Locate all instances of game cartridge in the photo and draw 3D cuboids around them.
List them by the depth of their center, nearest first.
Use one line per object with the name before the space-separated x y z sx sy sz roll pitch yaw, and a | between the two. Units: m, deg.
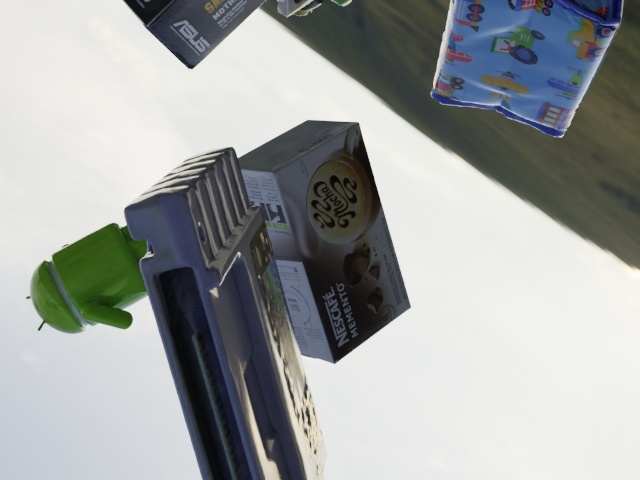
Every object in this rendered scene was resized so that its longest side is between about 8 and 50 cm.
game cartridge | -0.056 0.112 0.846 0.230 0.068 0.355 -60 -43 -73

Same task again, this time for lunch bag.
lunch bag | 0.212 -0.278 0.951 0.138 0.293 0.221 18 163 6

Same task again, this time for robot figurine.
robot figurine | -0.180 0.030 0.851 0.101 0.115 0.067 53 171 50

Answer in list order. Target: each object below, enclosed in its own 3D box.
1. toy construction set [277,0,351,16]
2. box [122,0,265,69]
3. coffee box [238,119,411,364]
toy construction set | -0.068 -0.348 1.076 0.237 0.257 0.309 45 -146 19
box | -0.086 -0.245 0.695 0.231 0.183 0.056 50 -174 33
coffee box | 0.000 0.000 1.497 0.168 0.297 0.119 -32 -153 -34
